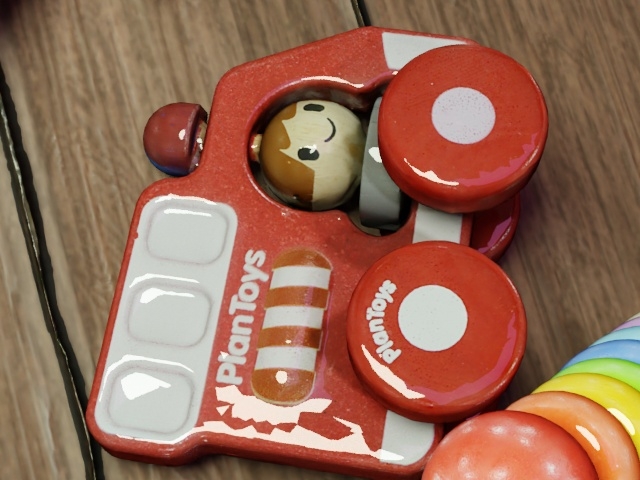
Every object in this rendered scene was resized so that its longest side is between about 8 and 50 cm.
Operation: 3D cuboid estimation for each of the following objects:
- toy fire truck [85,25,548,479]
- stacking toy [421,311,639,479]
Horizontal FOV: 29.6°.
[{"bbox_3d":[0.000,0.000,0.762,0.254,0.169,0.302,8,71,4],"label":"toy fire truck"},{"bbox_3d":[0.164,0.116,0.696,0.330,0.141,0.141,-4,73,-55],"label":"stacking toy"}]
